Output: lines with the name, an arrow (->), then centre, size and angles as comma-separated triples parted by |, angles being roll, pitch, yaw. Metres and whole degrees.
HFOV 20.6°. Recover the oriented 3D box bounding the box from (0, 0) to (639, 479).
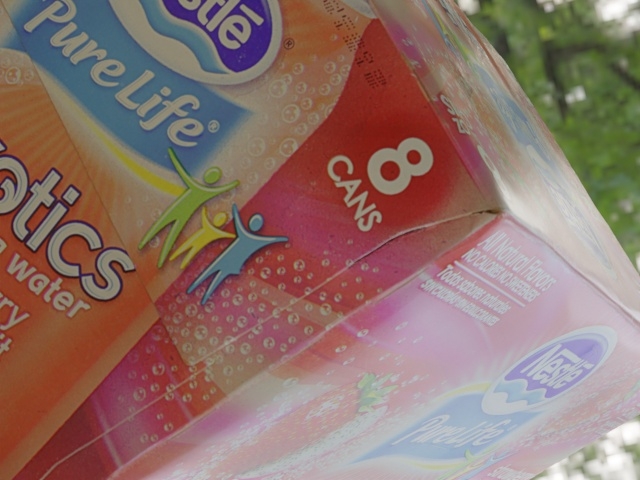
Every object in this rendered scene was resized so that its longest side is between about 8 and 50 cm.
box -> 0.000, 0.000, 0.540 | 0.142, 0.154, 0.300 | -33, 159, 11
